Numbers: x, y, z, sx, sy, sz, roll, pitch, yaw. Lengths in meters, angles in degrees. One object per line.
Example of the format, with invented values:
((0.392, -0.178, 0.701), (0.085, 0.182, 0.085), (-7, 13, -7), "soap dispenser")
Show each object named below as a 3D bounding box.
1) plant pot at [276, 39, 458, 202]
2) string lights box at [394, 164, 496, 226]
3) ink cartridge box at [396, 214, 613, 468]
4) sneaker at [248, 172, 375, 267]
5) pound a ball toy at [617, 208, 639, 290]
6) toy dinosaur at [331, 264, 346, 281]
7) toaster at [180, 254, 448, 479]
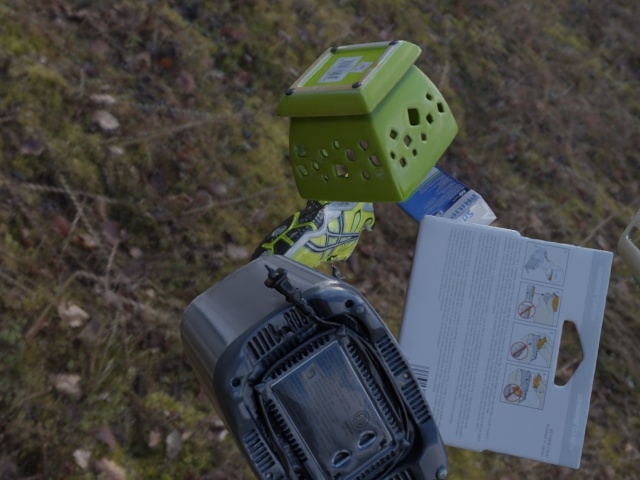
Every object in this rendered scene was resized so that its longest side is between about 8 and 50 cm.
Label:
((0.071, -0.211, 1.590), (0.228, 0.227, 0.207), (-52, 131, -36), "plant pot")
((0.272, -0.077, 2.105), (0.077, 0.133, 0.259), (49, 1, -29), "string lights box")
((0.217, 0.124, 1.152), (0.239, 0.060, 0.275), (11, 83, 3), "ink cartridge box")
((0.000, 0.000, 1.996), (0.385, 0.145, 0.147), (-42, 113, -34), "sneaker")
((0.609, 0.064, 1.510), (0.208, 0.136, 0.319), (29, 14, 2), "pound a ball toy")
((0.003, 0.115, 1.794), (0.064, 0.268, 0.118), (41, 77, -5), "toy dinosaur")
((-0.016, 0.103, 0.668), (0.227, 0.129, 0.146), (60, -14, -22), "toaster")
